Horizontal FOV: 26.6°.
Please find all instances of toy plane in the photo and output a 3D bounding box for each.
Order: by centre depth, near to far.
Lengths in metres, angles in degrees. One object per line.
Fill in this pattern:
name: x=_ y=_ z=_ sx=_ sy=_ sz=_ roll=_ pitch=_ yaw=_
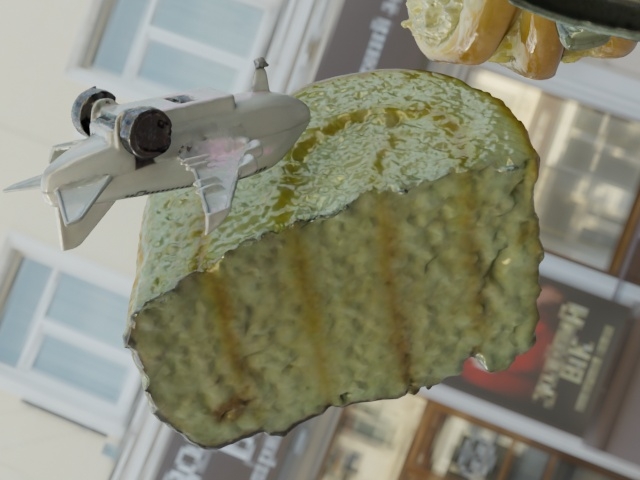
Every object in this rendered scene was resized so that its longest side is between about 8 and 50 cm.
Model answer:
toy plane: x=-0.113 y=-0.077 z=1.065 sx=0.255 sy=0.251 sz=0.101 roll=-25 pitch=-62 yaw=-29

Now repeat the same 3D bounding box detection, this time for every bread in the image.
bread: x=-0.009 y=0.000 z=1.263 sx=0.264 sy=0.395 sz=0.239 roll=-121 pitch=18 yaw=-50
bread: x=0.226 y=-0.289 z=1.586 sx=0.316 sy=0.270 sz=0.211 roll=-125 pitch=51 yaw=-64

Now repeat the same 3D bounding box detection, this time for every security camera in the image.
security camera: x=0.248 y=-0.220 z=1.298 sx=0.092 sy=0.058 sz=0.058 roll=-108 pitch=20 yaw=-43

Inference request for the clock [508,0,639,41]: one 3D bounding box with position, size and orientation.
clock: x=0.186 y=-0.187 z=0.727 sx=0.312 sy=0.312 sz=0.061 roll=60 pitch=-135 yaw=-75
